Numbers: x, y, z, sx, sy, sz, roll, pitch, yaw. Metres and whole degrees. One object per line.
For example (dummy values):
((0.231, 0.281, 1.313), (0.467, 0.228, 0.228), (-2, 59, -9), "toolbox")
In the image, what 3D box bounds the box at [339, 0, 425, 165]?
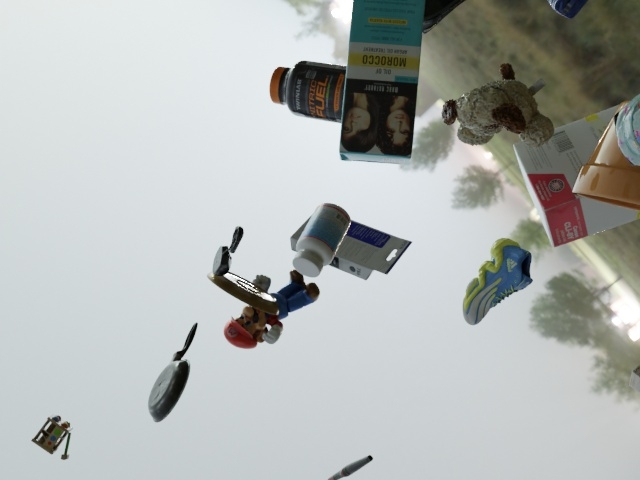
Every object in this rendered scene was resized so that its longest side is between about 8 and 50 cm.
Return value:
((0.085, -0.230, 0.989), (0.100, 0.245, 0.060), (5, 177, 5), "box")

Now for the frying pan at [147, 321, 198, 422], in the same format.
((-0.417, 0.373, 2.114), (0.053, 0.326, 0.197), (32, 158, -23), "frying pan")

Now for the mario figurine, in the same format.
((-0.157, 0.201, 2.187), (0.170, 0.320, 0.198), (60, 155, -12), "mario figurine")

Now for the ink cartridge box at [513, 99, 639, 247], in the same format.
((0.732, -0.182, 1.856), (0.279, 0.384, 0.160), (-96, -20, -47), "ink cartridge box")

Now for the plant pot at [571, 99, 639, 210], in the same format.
((0.682, -0.160, 1.458), (0.290, 0.204, 0.291), (14, -175, -1), "plant pot")

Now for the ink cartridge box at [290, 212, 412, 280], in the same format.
((0.090, 0.017, 2.145), (0.332, 0.165, 0.065), (21, 137, 27), "ink cartridge box")

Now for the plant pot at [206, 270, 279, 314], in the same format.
((-0.216, 0.142, 2.081), (0.236, 0.032, 0.236), (29, -177, -2), "plant pot")

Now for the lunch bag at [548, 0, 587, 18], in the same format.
((0.577, -0.563, 1.652), (0.067, 0.098, 0.065), (23, -148, -21), "lunch bag")

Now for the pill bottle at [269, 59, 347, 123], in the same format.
((0.008, -0.338, 1.647), (0.245, 0.131, 0.130), (12, -179, 20), "pill bottle")

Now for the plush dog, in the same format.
((0.433, -0.332, 1.811), (0.262, 0.211, 0.225), (8, -161, 37), "plush dog")

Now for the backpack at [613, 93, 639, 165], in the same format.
((0.532, -0.183, 1.068), (0.115, 0.181, 0.152), (105, 144, -81), "backpack")

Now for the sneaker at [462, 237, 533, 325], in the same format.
((0.446, 0.112, 1.798), (0.091, 0.240, 0.126), (24, 179, -41), "sneaker")

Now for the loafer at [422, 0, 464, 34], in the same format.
((0.251, -0.481, 1.363), (0.076, 0.223, 0.078), (46, -174, 3), "loafer")

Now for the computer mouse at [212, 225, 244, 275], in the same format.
((-0.237, 0.030, 1.914), (0.041, 0.242, 0.071), (12, -119, -20), "computer mouse")

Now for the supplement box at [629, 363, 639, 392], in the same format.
((0.774, 0.342, 1.685), (0.098, 0.036, 0.062), (42, 158, 39), "supplement box")

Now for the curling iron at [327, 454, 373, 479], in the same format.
((0.090, 0.670, 2.093), (0.068, 0.274, 0.035), (22, -132, -8), "curling iron")

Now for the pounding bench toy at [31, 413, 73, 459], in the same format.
((-0.547, 0.411, 1.515), (0.083, 0.065, 0.052), (36, 169, -3), "pounding bench toy")

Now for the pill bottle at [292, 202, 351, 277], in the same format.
((0.000, 0.000, 1.589), (0.087, 0.087, 0.160), (43, -126, -20), "pill bottle")
